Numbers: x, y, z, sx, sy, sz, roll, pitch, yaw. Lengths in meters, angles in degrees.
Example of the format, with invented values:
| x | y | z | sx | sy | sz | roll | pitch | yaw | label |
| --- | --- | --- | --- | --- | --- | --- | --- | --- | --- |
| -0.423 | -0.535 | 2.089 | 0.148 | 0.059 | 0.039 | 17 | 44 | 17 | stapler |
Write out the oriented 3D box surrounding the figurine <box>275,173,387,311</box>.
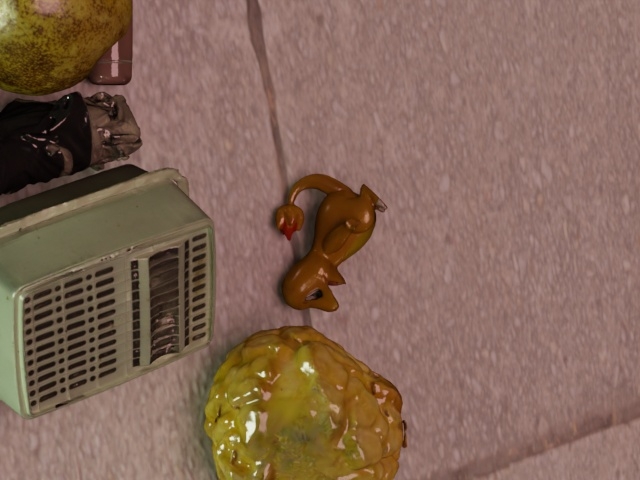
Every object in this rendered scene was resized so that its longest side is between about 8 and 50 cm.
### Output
| x | y | z | sx | sy | sz | roll | pitch | yaw | label |
| --- | --- | --- | --- | --- | --- | --- | --- | --- | --- |
| -0.004 | 0.000 | 2.259 | 0.122 | 0.121 | 0.176 | 27 | 85 | -2 | figurine |

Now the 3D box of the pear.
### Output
| x | y | z | sx | sy | sz | roll | pitch | yaw | label |
| --- | --- | --- | --- | --- | --- | --- | --- | --- | --- |
| -0.302 | -0.253 | 1.989 | 0.197 | 0.197 | 0.197 | -1 | 92 | -33 | pear |

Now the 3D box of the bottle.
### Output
| x | y | z | sx | sy | sz | roll | pitch | yaw | label |
| --- | --- | --- | --- | --- | --- | --- | --- | --- | --- |
| -0.242 | -0.248 | 2.107 | 0.053 | 0.053 | 0.140 | -2 | 92 | -33 | bottle |

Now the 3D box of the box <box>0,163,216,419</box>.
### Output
| x | y | z | sx | sy | sz | roll | pitch | yaw | label |
| --- | --- | --- | --- | --- | --- | --- | --- | --- | --- |
| -0.258 | 0.049 | 2.006 | 0.291 | 0.166 | 0.220 | -21 | 132 | -32 | box |

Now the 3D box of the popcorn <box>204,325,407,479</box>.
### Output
| x | y | z | sx | sy | sz | roll | pitch | yaw | label |
| --- | --- | --- | --- | --- | --- | --- | --- | --- | --- |
| -0.022 | 0.227 | 2.175 | 0.250 | 0.190 | 0.250 | 0 | 92 | 7 | popcorn |

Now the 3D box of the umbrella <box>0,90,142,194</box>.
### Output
| x | y | z | sx | sy | sz | roll | pitch | yaw | label |
| --- | --- | --- | --- | --- | --- | --- | --- | --- | --- |
| -0.343 | -0.093 | 1.959 | 0.358 | 0.113 | 0.106 | -24 | 98 | -48 | umbrella |
